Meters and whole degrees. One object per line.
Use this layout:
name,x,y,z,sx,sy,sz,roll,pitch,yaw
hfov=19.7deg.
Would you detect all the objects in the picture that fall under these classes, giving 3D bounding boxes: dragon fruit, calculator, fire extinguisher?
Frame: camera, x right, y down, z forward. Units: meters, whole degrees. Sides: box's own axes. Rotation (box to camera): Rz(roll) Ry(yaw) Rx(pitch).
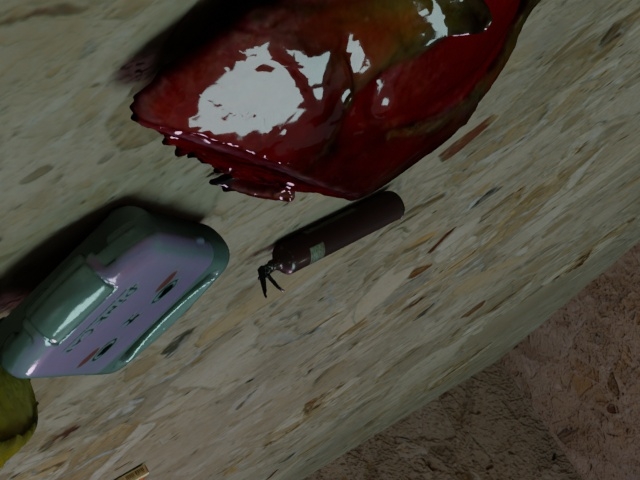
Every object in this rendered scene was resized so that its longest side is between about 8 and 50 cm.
dragon fruit,0.041,-0.102,1.087,0.282,0.100,0.343,-39,170,4
calculator,-0.139,0.038,1.262,0.141,0.045,0.246,-43,170,6
fire extinguisher,0.000,0.000,1.611,0.173,0.035,0.049,-26,-154,-36

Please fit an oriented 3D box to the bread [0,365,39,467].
bread,-0.259,0.113,1.127,0.094,0.102,0.245,-39,171,12

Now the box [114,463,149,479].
box,-0.260,0.313,2.286,0.093,0.015,0.058,-28,167,-27
